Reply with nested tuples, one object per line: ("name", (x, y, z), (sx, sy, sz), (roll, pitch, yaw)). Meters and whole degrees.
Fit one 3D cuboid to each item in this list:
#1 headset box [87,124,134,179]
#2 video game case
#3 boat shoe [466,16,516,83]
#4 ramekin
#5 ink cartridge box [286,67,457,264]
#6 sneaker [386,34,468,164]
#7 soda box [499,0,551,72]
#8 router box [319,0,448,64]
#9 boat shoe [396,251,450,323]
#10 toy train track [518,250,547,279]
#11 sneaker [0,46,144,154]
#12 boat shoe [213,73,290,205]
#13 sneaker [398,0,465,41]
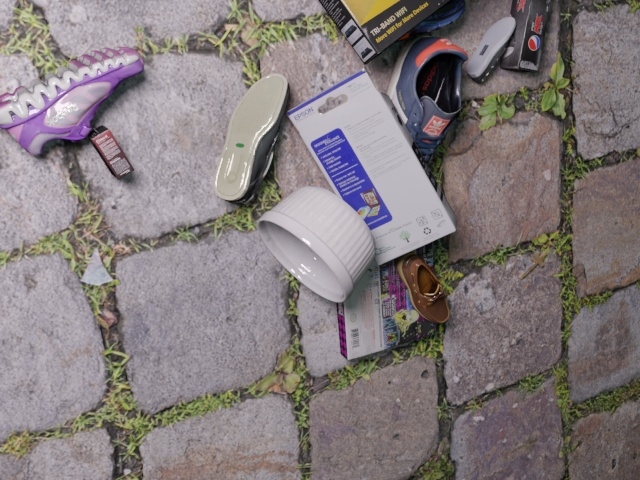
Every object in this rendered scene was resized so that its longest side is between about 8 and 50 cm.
("headset box", (-0.331, -0.142, 1.129), (0.032, 0.062, 0.083), (-36, 117, -14))
("video game case", (0.130, 0.103, 1.436), (0.210, 0.042, 0.232), (-13, 109, -23))
("boat shoe", (0.334, -0.371, 1.408), (0.142, 0.049, 0.040), (-53, 138, -2))
("ramekin", (0.000, 0.000, 1.256), (0.109, 0.207, 0.207), (-47, 119, -18))
("ink cartridge box", (0.095, -0.130, 1.279), (0.165, 0.065, 0.333), (-24, 109, 22))
("sneaker", (0.179, -0.197, 1.316), (0.131, 0.148, 0.350), (5, 102, -27))
("soda box", (0.405, -0.418, 1.417), (0.053, 0.060, 0.169), (3, 102, -28))
("router box", (0.128, -0.486, 1.210), (0.309, 0.081, 0.243), (-40, 98, -12))
("boat shoe", (0.210, 0.101, 1.416), (0.064, 0.060, 0.178), (-40, 118, -14))
("toy train track", (0.470, 0.053, 1.608), (0.083, 0.014, 0.048), (-44, 125, -3))
("sneaker", (-0.367, -0.207, 1.083), (0.236, 0.095, 0.105), (-30, 121, -10))
("boat shoe", (-0.111, -0.172, 1.234), (0.233, 0.084, 0.079), (-69, 157, -3))
("sneaker", (0.166, -0.410, 1.293), (0.221, 0.083, 0.087), (-22, 107, -22))
